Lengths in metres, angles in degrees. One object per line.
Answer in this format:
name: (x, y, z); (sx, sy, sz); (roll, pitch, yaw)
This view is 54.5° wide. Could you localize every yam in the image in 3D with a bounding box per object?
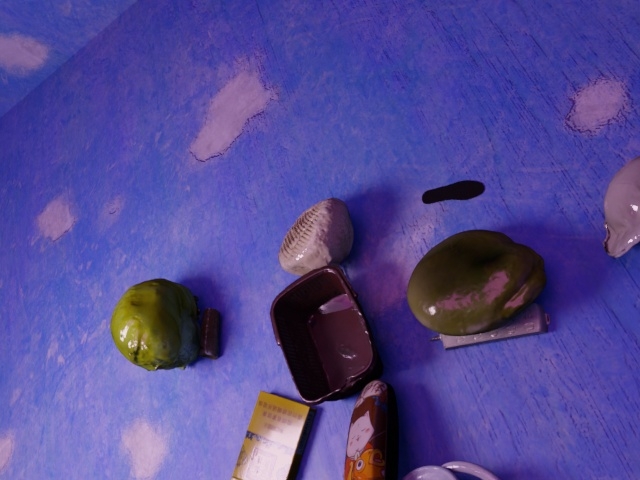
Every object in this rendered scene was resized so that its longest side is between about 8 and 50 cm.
yam: (-0.296, 0.251, 1.662); (0.054, 0.054, 0.132); (-16, 59, 28)

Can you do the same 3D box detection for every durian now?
durian: (-0.429, 0.221, 1.639); (0.256, 0.340, 0.204); (43, 95, 11)

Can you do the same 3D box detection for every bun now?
bun: (0.000, 0.000, 1.523); (0.220, 0.134, 0.220); (-46, 19, 20)

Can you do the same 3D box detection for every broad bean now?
broad bean: (0.312, 0.082, 1.266); (0.291, 0.119, 0.237); (-16, 50, 31)

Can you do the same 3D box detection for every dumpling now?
dumpling: (0.604, -0.076, 1.128); (0.142, 0.172, 0.246); (26, 90, 9)

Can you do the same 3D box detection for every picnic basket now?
picnic basket: (0.027, 0.218, 1.404); (0.223, 0.129, 0.296); (-34, 53, 15)

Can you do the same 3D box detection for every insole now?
insole: (0.308, -0.111, 1.451); (0.153, 0.002, 0.053); (-12, 62, 30)

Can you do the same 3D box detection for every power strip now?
power strip: (0.338, 0.180, 1.272); (0.253, 0.027, 0.060); (-16, 59, 28)

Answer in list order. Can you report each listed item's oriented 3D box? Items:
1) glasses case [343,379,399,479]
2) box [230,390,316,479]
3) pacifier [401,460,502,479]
glasses case: (0.100, 0.427, 1.225); (0.122, 0.082, 0.320); (121, 164, -44)
box: (-0.117, 0.500, 1.425); (0.153, 0.041, 0.278); (8, 72, 36)
pacifier: (0.220, 0.511, 1.060); (0.287, 0.226, 0.238); (28, 100, 37)
